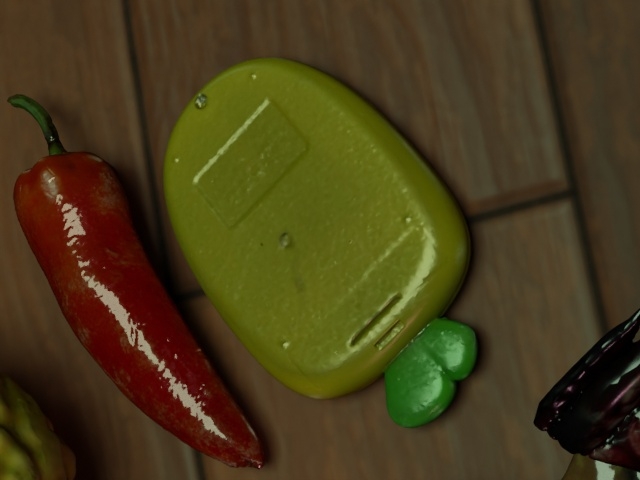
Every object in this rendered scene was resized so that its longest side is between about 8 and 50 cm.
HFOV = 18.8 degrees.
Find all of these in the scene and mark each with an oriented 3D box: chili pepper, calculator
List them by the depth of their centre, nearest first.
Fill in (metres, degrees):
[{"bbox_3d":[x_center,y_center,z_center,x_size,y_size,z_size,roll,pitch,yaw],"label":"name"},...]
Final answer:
[{"bbox_3d":[0.000,0.000,1.056,0.146,0.032,0.235,-47,65,15],"label":"calculator"},{"bbox_3d":[-0.117,0.024,1.100,0.071,0.063,0.272,-41,71,30],"label":"chili pepper"}]

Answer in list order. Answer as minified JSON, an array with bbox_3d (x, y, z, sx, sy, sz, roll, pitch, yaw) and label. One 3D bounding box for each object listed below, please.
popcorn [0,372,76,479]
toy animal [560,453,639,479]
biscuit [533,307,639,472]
[{"bbox_3d":[-0.226,0.141,1.080,0.170,0.180,0.180,-22,75,18],"label":"popcorn"},{"bbox_3d":[0.125,0.121,0.943,0.229,0.066,0.224,-17,85,34],"label":"toy animal"},{"bbox_3d":[0.228,0.072,0.865,0.151,0.235,0.063,-60,19,8],"label":"biscuit"}]
